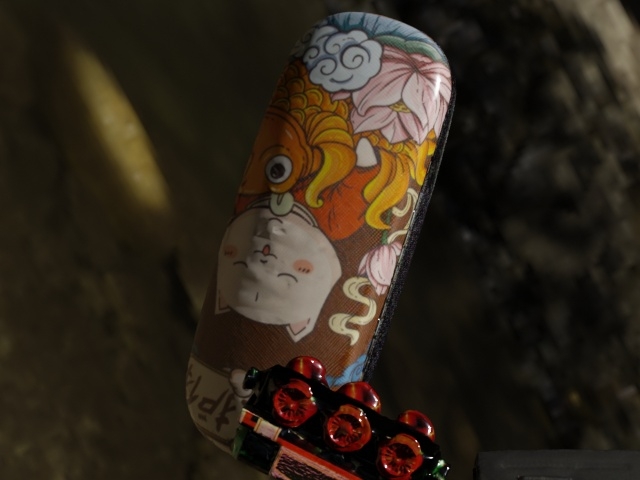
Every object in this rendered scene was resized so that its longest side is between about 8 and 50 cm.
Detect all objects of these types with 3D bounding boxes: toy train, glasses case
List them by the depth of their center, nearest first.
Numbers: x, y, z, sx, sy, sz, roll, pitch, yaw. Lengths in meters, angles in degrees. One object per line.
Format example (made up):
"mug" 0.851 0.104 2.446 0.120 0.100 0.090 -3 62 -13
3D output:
"toy train" 0.008 0.130 1.203 0.138 0.087 0.050 26 17 5
"glasses case" 0.000 0.000 1.354 0.082 0.122 0.321 18 90 -69

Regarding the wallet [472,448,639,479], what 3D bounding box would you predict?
"wallet" 0.147 0.196 1.001 0.244 0.124 0.025 -91 -176 -52
